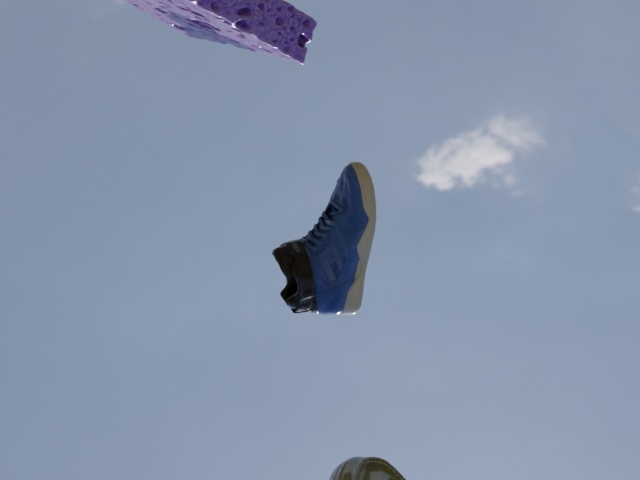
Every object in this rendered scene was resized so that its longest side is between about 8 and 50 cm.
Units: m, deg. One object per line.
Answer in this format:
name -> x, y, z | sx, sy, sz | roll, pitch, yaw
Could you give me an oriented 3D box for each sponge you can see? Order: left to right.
sponge -> -0.108, -0.157, 0.518 | 0.117, 0.210, 0.031 | 23, -86, 39

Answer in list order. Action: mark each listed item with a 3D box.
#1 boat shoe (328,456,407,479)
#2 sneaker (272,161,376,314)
boat shoe -> 0.078, 0.264, 0.751 | 0.109, 0.094, 0.302 | 13, -160, -18
sneaker -> 0.000, 0.000, 0.856 | 0.084, 0.152, 0.058 | -1, -155, -18
